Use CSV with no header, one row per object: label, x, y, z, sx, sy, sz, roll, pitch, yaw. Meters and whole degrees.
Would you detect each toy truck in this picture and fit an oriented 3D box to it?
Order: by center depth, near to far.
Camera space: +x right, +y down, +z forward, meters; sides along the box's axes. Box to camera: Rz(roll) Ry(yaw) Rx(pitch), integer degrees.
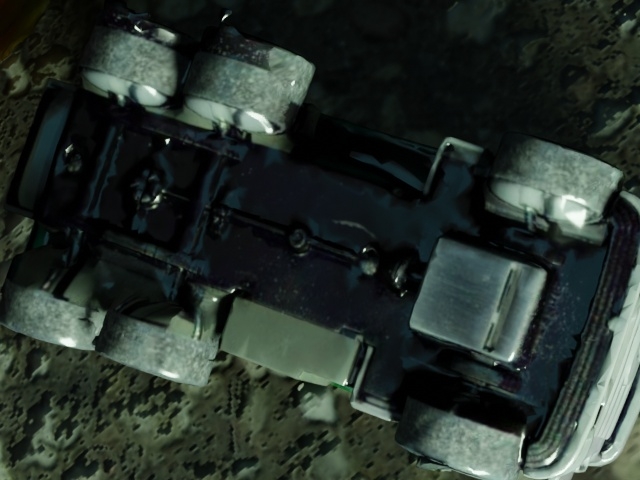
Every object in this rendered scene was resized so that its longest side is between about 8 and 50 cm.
toy truck,-0.002,-0.001,0.840,0.363,0.178,0.176,19,90,29

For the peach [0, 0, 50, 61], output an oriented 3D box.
peach,-0.322,-0.242,0.987,0.372,0.290,0.373,0,99,0
